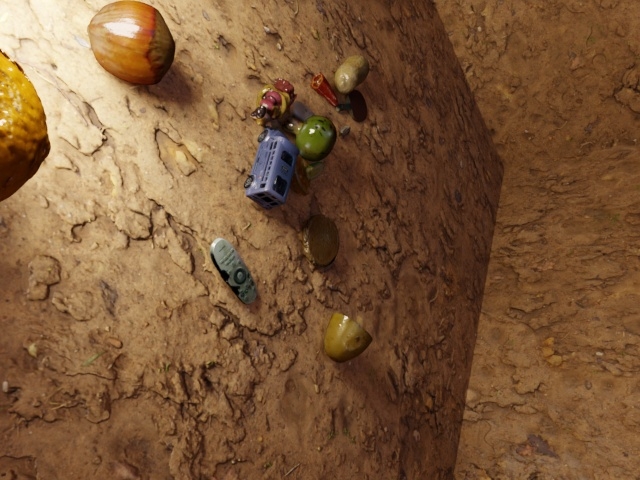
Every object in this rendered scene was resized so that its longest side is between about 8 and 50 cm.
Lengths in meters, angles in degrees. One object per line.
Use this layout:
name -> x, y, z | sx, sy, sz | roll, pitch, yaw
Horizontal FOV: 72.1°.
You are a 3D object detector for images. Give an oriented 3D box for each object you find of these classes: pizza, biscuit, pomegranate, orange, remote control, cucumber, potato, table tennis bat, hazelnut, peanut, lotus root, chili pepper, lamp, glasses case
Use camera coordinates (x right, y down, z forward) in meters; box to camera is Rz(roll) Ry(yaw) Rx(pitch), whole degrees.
pizza -> -0.077, -0.261, 1.718 | 0.134, 0.046, 0.175 | -28, 110, -54
biscuit -> 0.000, 0.000, 1.771 | 0.226, 0.042, 0.226 | 10, 76, -48
pomegranate -> -0.041, -0.400, 1.714 | 0.179, 0.210, 0.179 | 14, 90, -74
orange -> -0.686, -0.209, 0.778 | 0.340, 0.293, 0.340 | -13, 90, -68
remote control -> -0.280, 0.102, 1.412 | 0.097, 0.045, 0.256 | -50, 125, -41
cucumber -> -0.022, -0.279, 1.725 | 0.107, 0.035, 0.067 | -34, 141, -54
potato -> 0.090, 0.403, 1.729 | 0.158, 0.178, 0.203 | -59, 146, -19
table tennis bat -> 0.151, -0.636, 2.083 | 0.274, 0.021, 0.154 | -28, 105, -51
hazelnut -> -0.489, -0.525, 1.156 | 0.210, 0.186, 0.210 | -27, 122, -54
peanut -> 0.138, -0.757, 2.009 | 0.224, 0.129, 0.129 | -50, 122, -32
lotus root -> 0.107, -0.491, 1.996 | 0.083, 0.030, 0.037 | -45, 149, -41
chili pepper -> 0.030, -0.638, 1.906 | 0.169, 0.065, 0.088 | 37, 58, -46
lamp -> -0.179, -0.481, 1.584 | 0.118, 0.118, 0.253 | 52, 47, -32
glasses case -> -0.052, -0.491, 1.786 | 0.193, 0.049, 0.074 | 30, 62, -43

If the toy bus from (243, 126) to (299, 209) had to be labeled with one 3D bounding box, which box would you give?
toy bus -> -0.160, -0.264, 1.548 | 0.125, 0.133, 0.292 | 34, 59, -42
